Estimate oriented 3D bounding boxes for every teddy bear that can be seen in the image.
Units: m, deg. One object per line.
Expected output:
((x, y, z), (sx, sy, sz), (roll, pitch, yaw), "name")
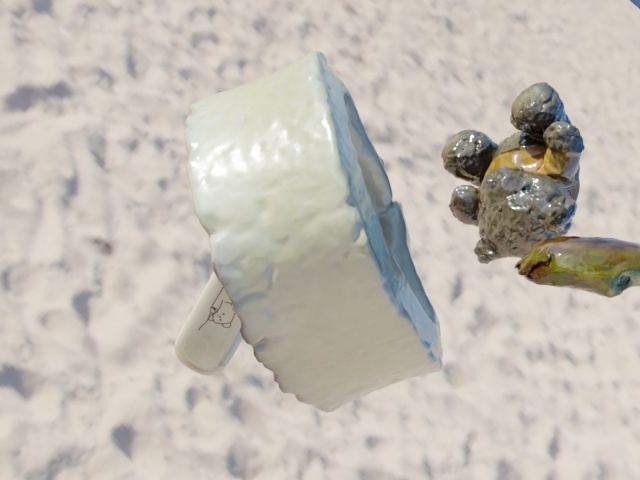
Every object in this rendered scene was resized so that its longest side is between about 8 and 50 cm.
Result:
((0.223, -0.057, 1.481), (0.140, 0.177, 0.190), (39, 39, -23), "teddy bear")

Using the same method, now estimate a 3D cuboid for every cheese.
((0.002, -0.003, 1.320), (0.292, 0.153, 0.332), (-100, 168, -46), "cheese")

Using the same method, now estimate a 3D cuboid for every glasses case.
((-0.127, 0.091, 1.844), (0.083, 0.196, 0.050), (28, 8, 0), "glasses case")

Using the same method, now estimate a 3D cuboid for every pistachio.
((0.278, 0.020, 1.316), (0.173, 0.049, 0.089), (1, 23, -5), "pistachio")

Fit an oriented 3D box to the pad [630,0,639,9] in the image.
((0.350, -0.134, 0.999), (0.267, 0.004, 0.181), (1, 39, -36), "pad")
